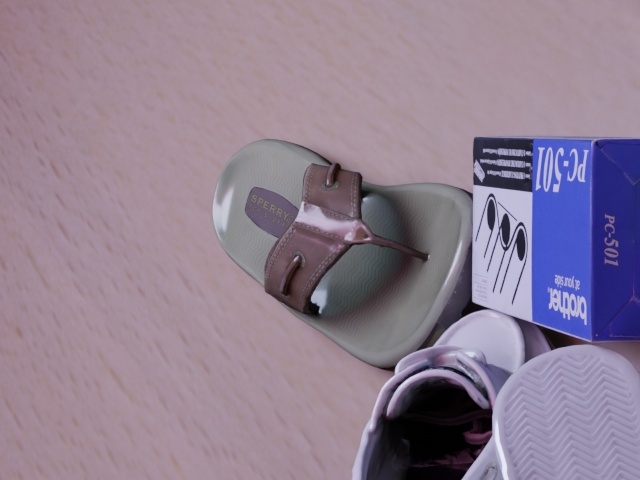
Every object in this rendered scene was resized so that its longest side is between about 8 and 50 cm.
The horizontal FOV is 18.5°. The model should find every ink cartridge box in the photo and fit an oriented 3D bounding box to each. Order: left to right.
[{"bbox_3d":[0.127,-0.006,1.016,0.207,0.046,0.097,-161,71,-78],"label":"ink cartridge box"}]

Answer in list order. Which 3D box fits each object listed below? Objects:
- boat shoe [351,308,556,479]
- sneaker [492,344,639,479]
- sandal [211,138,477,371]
[{"bbox_3d":[0.066,0.099,1.006,0.096,0.088,0.267,-5,29,24],"label":"boat shoe"},{"bbox_3d":[0.145,0.206,0.877,0.108,0.169,0.292,-12,42,14],"label":"sneaker"},{"bbox_3d":[-0.001,0.001,1.238,0.303,0.086,0.120,20,89,54],"label":"sandal"}]
